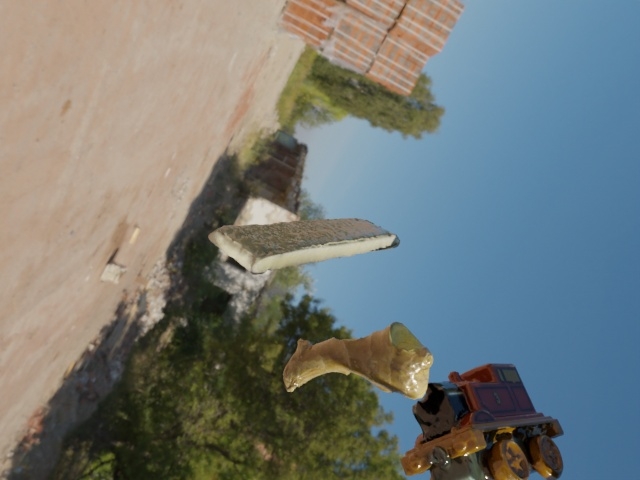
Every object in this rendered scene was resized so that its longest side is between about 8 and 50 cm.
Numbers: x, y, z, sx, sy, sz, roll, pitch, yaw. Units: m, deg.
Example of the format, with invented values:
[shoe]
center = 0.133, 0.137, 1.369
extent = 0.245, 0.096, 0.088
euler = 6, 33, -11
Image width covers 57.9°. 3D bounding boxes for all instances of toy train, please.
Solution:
[toy train]
center = 0.303, 0.347, 1.064
extent = 0.163, 0.369, 0.231
euler = -40, -125, 33

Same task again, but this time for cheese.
[cheese]
center = 0.000, -0.003, 0.835
extent = 0.400, 0.085, 0.034
euler = -5, 125, -58

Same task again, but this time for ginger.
[ginger]
center = 0.061, 0.219, 1.008
extent = 0.295, 0.131, 0.086
euler = -15, -169, 30
